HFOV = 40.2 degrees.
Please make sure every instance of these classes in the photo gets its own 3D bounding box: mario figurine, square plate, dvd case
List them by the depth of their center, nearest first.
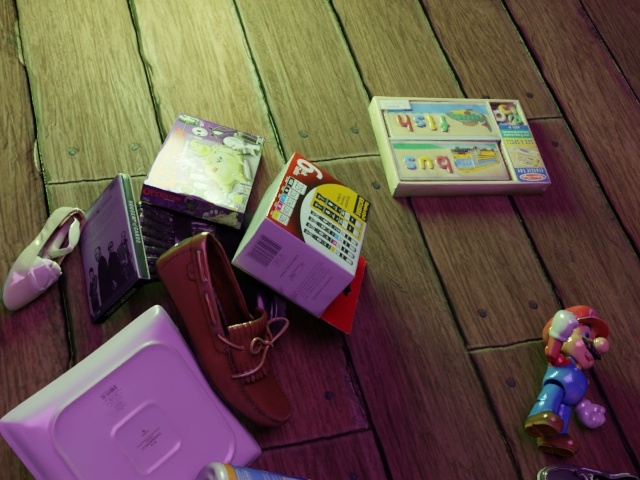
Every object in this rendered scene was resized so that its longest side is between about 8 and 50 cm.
[{"bbox_3d":[-0.304,0.340,1.494,0.347,0.049,0.344,-38,101,-32],"label":"square plate"},{"bbox_3d":[-0.405,0.016,1.693,0.030,0.179,0.238,13,50,-41],"label":"dvd case"},{"bbox_3d":[0.527,0.269,1.786,0.170,0.198,0.320,17,58,11],"label":"mario figurine"}]

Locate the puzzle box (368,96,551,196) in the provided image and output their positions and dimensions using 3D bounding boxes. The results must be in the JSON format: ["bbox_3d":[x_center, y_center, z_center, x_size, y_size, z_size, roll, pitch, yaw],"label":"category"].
[{"bbox_3d":[0.338,-0.231,2.143,0.409,0.052,0.272,-2,59,-18],"label":"puzzle box"}]

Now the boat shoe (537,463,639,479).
[{"bbox_3d":[0.532,0.473,1.725,0.206,0.065,0.075,10,56,-9],"label":"boat shoe"}]

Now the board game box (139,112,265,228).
[{"bbox_3d":[-0.239,-0.155,1.850,0.208,0.056,0.347,13,32,-4],"label":"board game box"}]

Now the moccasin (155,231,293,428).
[{"bbox_3d":[-0.149,0.163,1.583,0.380,0.147,0.139,65,24,1],"label":"moccasin"}]

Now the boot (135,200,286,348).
[{"bbox_3d":[-0.233,0.069,1.712,0.260,0.131,0.348,1,46,-31],"label":"boot"}]

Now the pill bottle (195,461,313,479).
[{"bbox_3d":[-0.077,0.472,1.480,0.272,0.152,0.152,18,53,-25],"label":"pill bottle"}]

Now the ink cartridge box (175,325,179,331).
[{"bbox_3d":[-0.316,0.201,1.624,0.052,0.122,0.088,44,57,14],"label":"ink cartridge box"}]

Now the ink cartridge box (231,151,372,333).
[{"bbox_3d":[0.000,0.000,1.750,0.272,0.130,0.309,34,29,-10],"label":"ink cartridge box"}]

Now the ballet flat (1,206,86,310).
[{"bbox_3d":[-0.526,0.031,1.692,0.086,0.086,0.248,21,55,-2],"label":"ballet flat"}]
